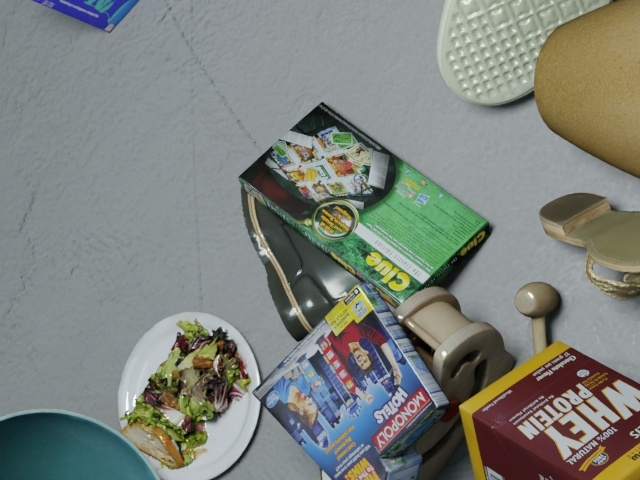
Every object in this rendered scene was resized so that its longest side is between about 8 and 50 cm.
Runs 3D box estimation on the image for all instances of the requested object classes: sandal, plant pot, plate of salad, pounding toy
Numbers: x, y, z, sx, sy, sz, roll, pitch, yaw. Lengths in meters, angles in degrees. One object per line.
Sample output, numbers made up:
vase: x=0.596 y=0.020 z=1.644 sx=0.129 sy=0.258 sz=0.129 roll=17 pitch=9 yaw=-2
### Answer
sandal: x=0.295 y=0.017 z=1.685 sx=0.088 sy=0.079 sz=0.240 roll=-27 pitch=20 yaw=-10
plant pot: x=0.340 y=-0.147 z=1.654 sx=0.254 sy=0.237 sz=0.237 roll=8 pitch=85 yaw=47
plate of salad: x=-0.158 y=0.179 z=1.972 sx=0.199 sy=0.048 sz=0.200 roll=-6 pitch=78 yaw=30
pounding toy: x=0.139 y=0.152 z=1.739 sx=0.155 sy=0.154 sz=0.269 roll=39 pitch=102 yaw=30
plant pot: x=-0.330 y=0.350 z=1.940 sx=0.195 sy=0.290 sz=0.290 roll=146 pitch=120 yaw=-62

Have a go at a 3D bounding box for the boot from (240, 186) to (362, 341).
boot: x=0.000 y=0.000 z=1.910 sx=0.137 sy=0.077 sz=0.198 roll=-26 pitch=67 yaw=9

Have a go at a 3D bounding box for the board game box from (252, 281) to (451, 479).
board game box: x=0.049 y=0.171 z=1.696 sx=0.194 sy=0.060 sz=0.194 roll=-47 pitch=68 yaw=36

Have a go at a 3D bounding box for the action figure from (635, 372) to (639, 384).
action figure: x=0.364 y=0.119 z=1.613 sx=0.141 sy=0.164 sz=0.276 roll=-22 pitch=76 yaw=20

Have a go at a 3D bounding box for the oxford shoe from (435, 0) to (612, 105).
oxford shoe: x=0.247 y=-0.352 z=1.791 sx=0.130 sy=0.169 sz=0.449 roll=-120 pitch=50 yaw=-72

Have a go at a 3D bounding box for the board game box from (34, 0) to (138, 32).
board game box: x=-0.242 y=-0.355 z=2.051 sx=0.210 sy=0.160 sz=0.047 roll=-46 pitch=63 yaw=17

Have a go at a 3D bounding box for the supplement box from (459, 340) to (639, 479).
supplement box: x=0.252 y=0.231 z=1.590 sx=0.194 sy=0.129 sz=0.191 roll=29 pitch=142 yaw=49

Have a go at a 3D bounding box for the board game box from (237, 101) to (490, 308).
board game box: x=0.045 y=-0.039 z=1.868 sx=0.136 sy=0.030 sz=0.259 roll=-41 pitch=58 yaw=-17

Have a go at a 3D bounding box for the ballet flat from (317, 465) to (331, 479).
ballet flat: x=0.021 y=0.211 z=1.849 sx=0.072 sy=0.068 sz=0.213 roll=-18 pitch=72 yaw=27
